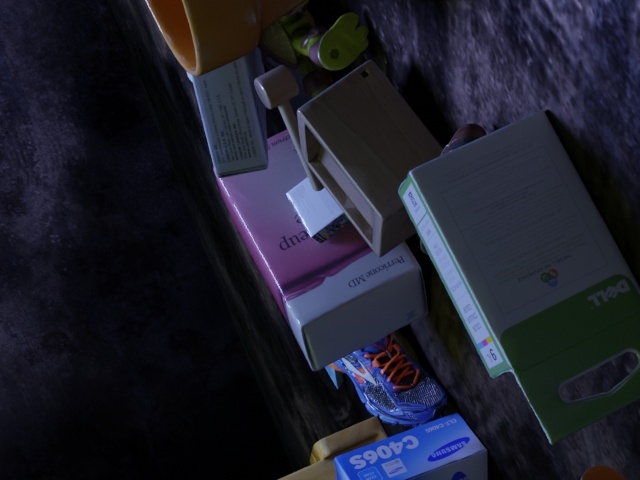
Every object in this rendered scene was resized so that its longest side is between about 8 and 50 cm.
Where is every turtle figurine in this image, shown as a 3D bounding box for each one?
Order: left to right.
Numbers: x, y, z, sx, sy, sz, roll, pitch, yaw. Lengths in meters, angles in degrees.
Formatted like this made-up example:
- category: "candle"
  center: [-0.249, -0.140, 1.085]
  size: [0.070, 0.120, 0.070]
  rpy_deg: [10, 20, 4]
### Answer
- category: "turtle figurine"
  center: [-0.034, -0.226, 1.316]
  size: [0.269, 0.087, 0.217]
  rpy_deg: [67, 169, -8]

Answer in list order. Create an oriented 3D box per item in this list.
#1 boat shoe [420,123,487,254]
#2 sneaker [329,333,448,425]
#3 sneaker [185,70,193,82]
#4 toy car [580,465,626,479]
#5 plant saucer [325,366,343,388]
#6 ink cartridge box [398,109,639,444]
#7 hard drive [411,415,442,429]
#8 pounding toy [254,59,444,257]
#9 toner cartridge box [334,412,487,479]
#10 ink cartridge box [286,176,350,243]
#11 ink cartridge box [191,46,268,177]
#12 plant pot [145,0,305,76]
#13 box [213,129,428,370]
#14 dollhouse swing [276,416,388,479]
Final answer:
- category: "boat shoe"
  center: [0.119, -0.036, 1.092]
  size: [0.178, 0.064, 0.060]
  rpy_deg: [94, 180, -66]
- category: "sneaker"
  center: [0.067, 0.144, 1.595]
  size: [0.221, 0.083, 0.087]
  rpy_deg: [36, 145, 34]
- category: "sneaker"
  center: [-0.171, -0.312, 1.778]
  size: [0.235, 0.094, 0.153]
  rpy_deg: [-111, -4, -51]
- category: "toy car"
  center: [0.241, 0.296, 1.017]
  size: [0.219, 0.210, 0.238]
  rpy_deg: [163, 111, -67]
- category: "plant saucer"
  center: [-0.009, 0.164, 2.254]
  size: [0.192, 0.018, 0.067]
  rpy_deg: [57, 167, 34]
- category: "ink cartridge box"
  center: [0.150, 0.027, 0.917]
  size: [0.209, 0.109, 0.062]
  rpy_deg: [63, 170, 10]
- category: "hard drive"
  center: [0.133, 0.226, 1.678]
  size: [0.094, 0.022, 0.135]
  rpy_deg: [50, 161, 57]
- category: "pounding toy"
  center: [0.032, -0.097, 1.227]
  size: [0.206, 0.094, 0.181]
  rpy_deg: [53, 171, 14]
- category: "toner cartridge box"
  center: [0.115, 0.381, 1.594]
  size: [0.075, 0.165, 0.348]
  rpy_deg: [-129, 26, -49]
- category: "ink cartridge box"
  center: [0.027, -0.056, 1.380]
  size: [0.063, 0.115, 0.029]
  rpy_deg: [60, -167, 28]
- category: "ink cartridge box"
  center: [-0.108, -0.240, 1.373]
  size: [0.239, 0.060, 0.275]
  rpy_deg: [-98, -3, -61]
- category: "plant pot"
  center: [-0.056, -0.263, 1.070]
  size: [0.205, 0.188, 0.205]
  rpy_deg: [61, 168, 23]
- category: "box"
  center: [0.000, 0.000, 1.465]
  size: [0.232, 0.148, 0.127]
  rpy_deg: [60, 173, 28]
- category: "dollhouse swing"
  center: [0.028, 0.508, 2.067]
  size: [0.347, 0.305, 0.315]
  rpy_deg: [62, 169, 15]
